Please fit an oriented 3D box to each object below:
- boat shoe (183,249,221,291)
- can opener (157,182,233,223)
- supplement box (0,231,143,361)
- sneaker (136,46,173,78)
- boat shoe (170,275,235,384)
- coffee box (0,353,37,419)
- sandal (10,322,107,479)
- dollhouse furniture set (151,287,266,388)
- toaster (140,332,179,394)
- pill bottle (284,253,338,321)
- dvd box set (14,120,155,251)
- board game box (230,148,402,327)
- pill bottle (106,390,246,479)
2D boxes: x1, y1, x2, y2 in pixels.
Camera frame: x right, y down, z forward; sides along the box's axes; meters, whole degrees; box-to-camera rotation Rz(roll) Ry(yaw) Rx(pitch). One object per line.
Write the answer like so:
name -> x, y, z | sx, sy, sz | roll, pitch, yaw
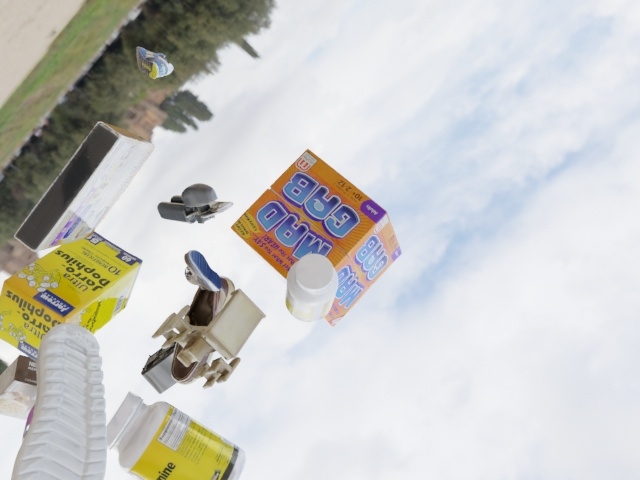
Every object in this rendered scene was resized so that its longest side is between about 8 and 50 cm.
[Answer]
boat shoe -> -0.339, 0.092, 1.917 | 0.066, 0.183, 0.066 | -13, -129, 13
can opener -> -0.292, -0.091, 1.559 | 0.076, 0.095, 0.283 | -31, -158, -29
supplement box -> -0.677, 0.148, 1.885 | 0.195, 0.194, 0.356 | -63, 175, 29
sneaker -> -0.429, -0.457, 1.782 | 0.059, 0.053, 0.144 | -21, -135, -30
boat shoe -> -0.363, 0.256, 2.029 | 0.123, 0.123, 0.342 | 24, -94, 21
coffee box -> -0.982, 0.488, 2.290 | 0.246, 0.141, 0.098 | -39, -139, 33
sandal -> -0.486, 0.359, 1.297 | 0.102, 0.169, 0.416 | -32, -135, 35
dollhouse furniture set -> -0.286, 0.250, 1.866 | 0.242, 0.212, 0.161 | -27, -160, 44
toaster -> -0.514, 0.419, 2.376 | 0.168, 0.110, 0.186 | -37, -170, 2
pill bottle -> -0.018, 0.094, 1.406 | 0.103, 0.103, 0.184 | -61, 174, -23
dvd box set -> -0.533, -0.128, 1.631 | 0.307, 0.062, 0.420 | -53, -174, 2
board game box -> 0.000, 0.000, 2.264 | 0.356, 0.356, 0.356 | 40, -97, 25
pill bottle -> -0.365, 0.514, 1.692 | 0.188, 0.334, 0.188 | -54, -171, 12
